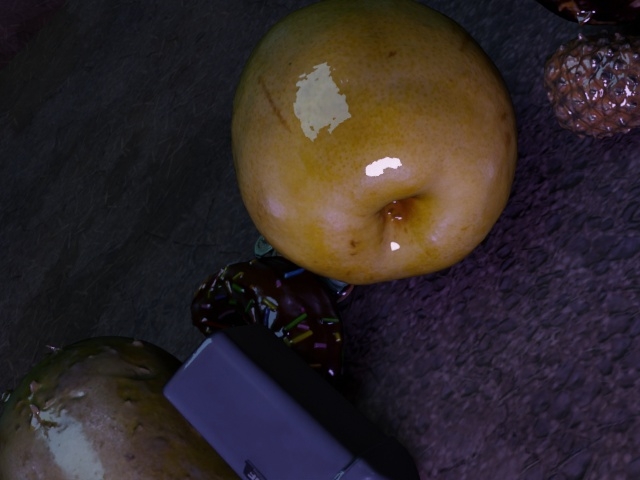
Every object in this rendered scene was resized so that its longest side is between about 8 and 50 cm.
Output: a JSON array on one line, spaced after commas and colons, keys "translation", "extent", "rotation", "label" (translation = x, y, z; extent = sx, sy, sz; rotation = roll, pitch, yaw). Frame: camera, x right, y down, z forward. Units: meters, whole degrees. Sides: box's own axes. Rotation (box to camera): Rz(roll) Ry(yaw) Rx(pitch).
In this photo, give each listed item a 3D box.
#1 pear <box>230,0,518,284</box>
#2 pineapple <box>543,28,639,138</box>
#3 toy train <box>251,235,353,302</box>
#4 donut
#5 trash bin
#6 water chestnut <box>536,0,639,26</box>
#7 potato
[{"translation": [0.054, -0.106, 1.202], "extent": [0.314, 0.314, 0.314], "rotation": [-34, 36, 30], "label": "pear"}, {"translation": [0.310, -0.154, 1.094], "extent": [0.198, 0.108, 0.108], "rotation": [-3, 57, 43], "label": "pineapple"}, {"translation": [0.000, 0.000, 1.388], "extent": [0.125, 0.081, 0.194], "rotation": [-55, 29, -8], "label": "toy train"}, {"translation": [-0.072, 0.131, 1.279], "extent": [0.216, 0.096, 0.230], "rotation": [28, 103, 48], "label": "donut"}, {"translation": [-0.018, 0.186, 1.087], "extent": [0.101, 0.236, 0.177], "rotation": [-49, -12, 11], "label": "trash bin"}, {"translation": [0.295, -0.352, 1.110], "extent": [0.300, 0.300, 0.300], "rotation": [-34, 36, 30], "label": "water chestnut"}, {"translation": [-0.157, 0.262, 1.133], "extent": [0.219, 0.270, 0.359], "rotation": [-45, 64, 2], "label": "potato"}]
